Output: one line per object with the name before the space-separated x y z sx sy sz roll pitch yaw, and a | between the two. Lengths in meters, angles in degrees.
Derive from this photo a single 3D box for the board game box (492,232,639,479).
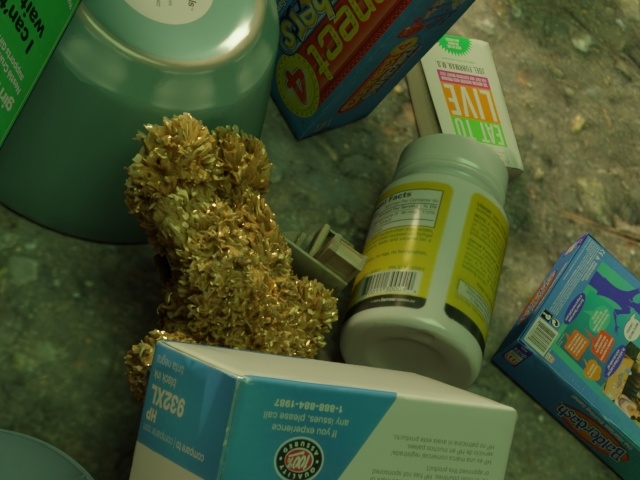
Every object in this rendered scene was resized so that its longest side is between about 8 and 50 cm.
board game box | 0.274 0.118 1.516 0.210 0.047 0.160 42 50 -2

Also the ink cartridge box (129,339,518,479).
ink cartridge box | -0.018 0.237 1.120 0.223 0.129 0.307 10 93 -33

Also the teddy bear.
teddy bear | -0.057 0.067 1.248 0.245 0.113 0.338 42 40 -60

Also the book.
book | 0.133 -0.127 1.587 0.096 0.035 0.144 4 60 -33

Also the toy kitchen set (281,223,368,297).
toy kitchen set | 0.000 0.000 1.399 0.068 0.083 0.075 36 51 -9

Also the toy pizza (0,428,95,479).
toy pizza | -0.238 0.211 1.138 0.201 0.032 0.201 6 45 -6

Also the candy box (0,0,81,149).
candy box | -0.297 -0.219 1.212 0.268 0.122 0.317 7 58 25

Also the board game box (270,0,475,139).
board game box | 0.004 -0.292 1.425 0.086 0.308 0.302 -22 75 -36

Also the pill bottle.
pill bottle | 0.094 0.018 1.422 0.119 0.119 0.208 27 53 -14

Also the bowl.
bowl | -0.158 -0.170 1.355 0.311 0.163 0.311 13 58 -23
